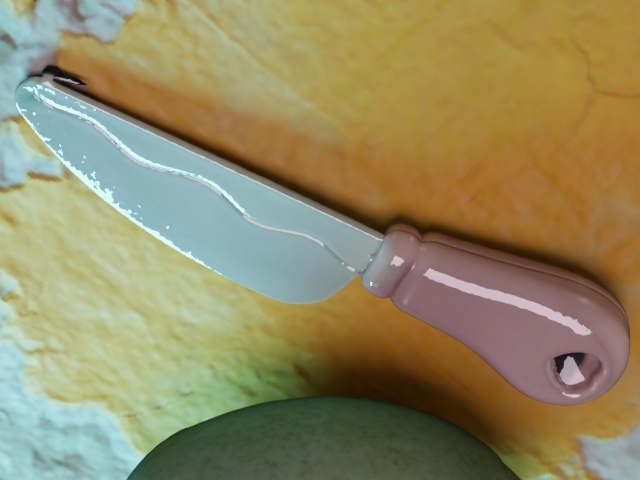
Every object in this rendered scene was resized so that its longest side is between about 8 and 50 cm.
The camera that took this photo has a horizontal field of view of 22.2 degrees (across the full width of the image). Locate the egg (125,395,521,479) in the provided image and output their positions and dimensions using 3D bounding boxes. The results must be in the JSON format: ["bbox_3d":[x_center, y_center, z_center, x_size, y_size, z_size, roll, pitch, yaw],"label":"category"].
[{"bbox_3d":[0.007,0.165,0.841,0.236,0.169,0.169,2,122,-7],"label":"egg"}]

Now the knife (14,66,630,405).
[{"bbox_3d":[-0.001,0.002,0.828,0.336,0.043,0.081,23,127,-5],"label":"knife"}]
